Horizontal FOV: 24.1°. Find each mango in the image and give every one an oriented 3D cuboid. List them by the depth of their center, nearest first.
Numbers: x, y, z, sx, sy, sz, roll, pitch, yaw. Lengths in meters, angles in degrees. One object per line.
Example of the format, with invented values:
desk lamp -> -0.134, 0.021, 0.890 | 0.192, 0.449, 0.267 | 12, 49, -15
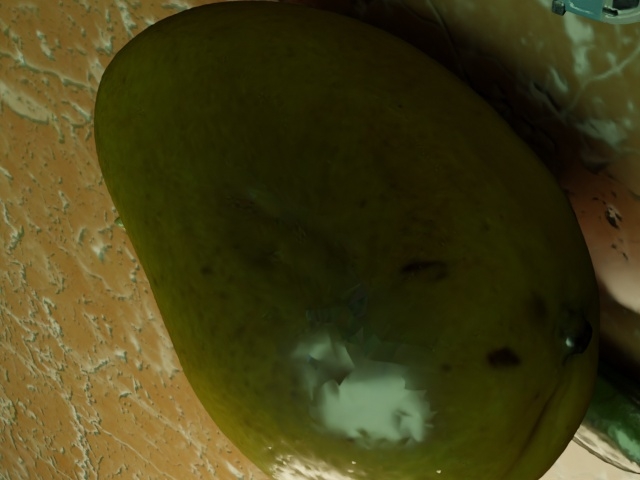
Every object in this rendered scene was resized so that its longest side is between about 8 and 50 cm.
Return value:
mango -> 0.000, 0.000, 1.053 | 0.445, 0.220, 0.301 | 41, 109, 30

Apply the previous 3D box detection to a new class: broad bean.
broad bean -> 0.167, 0.093, 1.124 | 0.339, 0.061, 0.077 | 38, 153, 18

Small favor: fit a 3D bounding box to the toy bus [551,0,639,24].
toy bus -> 0.176, -0.181, 0.848 | 0.075, 0.060, 0.123 | 26, 138, 26
